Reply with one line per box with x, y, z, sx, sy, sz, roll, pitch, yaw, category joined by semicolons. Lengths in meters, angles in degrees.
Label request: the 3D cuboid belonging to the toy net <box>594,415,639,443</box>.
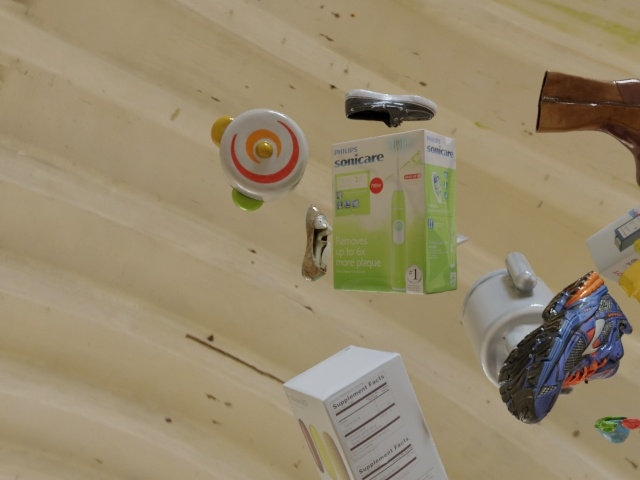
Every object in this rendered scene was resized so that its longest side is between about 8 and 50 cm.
0.688;0.374;1.124;0.232;0.045;0.122;-14;-46;25;toy net

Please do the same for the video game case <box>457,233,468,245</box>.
0.333;-0.016;1.515;0.166;0.119;0.015;-12;-58;-64;video game case

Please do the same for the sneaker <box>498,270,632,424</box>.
0.261;0.113;0.560;0.221;0.087;0.083;-35;-16;-37;sneaker

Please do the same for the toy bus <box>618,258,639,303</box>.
0.519;0.065;0.654;0.220;0.211;0.149;-25;-27;0;toy bus

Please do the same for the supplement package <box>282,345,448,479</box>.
0.069;0.293;0.788;0.134;0.139;0.244;-25;-84;-27;supplement package

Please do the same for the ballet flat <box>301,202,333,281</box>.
0.000;0.000;1.338;0.073;0.067;0.206;25;-120;-46;ballet flat

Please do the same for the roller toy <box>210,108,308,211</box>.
-0.125;-0.186;1.208;0.191;0.146;0.209;-19;-93;-8;roller toy

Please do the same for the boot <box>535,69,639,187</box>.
0.634;-0.249;1.241;0.280;0.096;0.264;4;-90;0;boot

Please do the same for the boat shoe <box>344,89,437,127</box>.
0.168;-0.309;1.335;0.228;0.080;0.076;9;-106;-7;boat shoe

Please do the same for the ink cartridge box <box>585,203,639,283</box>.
0.640;0.001;1.027;0.154;0.093;0.212;24;-45;-24;ink cartridge box

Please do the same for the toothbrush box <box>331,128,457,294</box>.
0.135;-0.046;1.027;0.122;0.206;0.283;2;-92;-49;toothbrush box

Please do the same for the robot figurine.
0.405;0.181;1.130;0.200;0.353;0.300;1;-72;4;robot figurine
